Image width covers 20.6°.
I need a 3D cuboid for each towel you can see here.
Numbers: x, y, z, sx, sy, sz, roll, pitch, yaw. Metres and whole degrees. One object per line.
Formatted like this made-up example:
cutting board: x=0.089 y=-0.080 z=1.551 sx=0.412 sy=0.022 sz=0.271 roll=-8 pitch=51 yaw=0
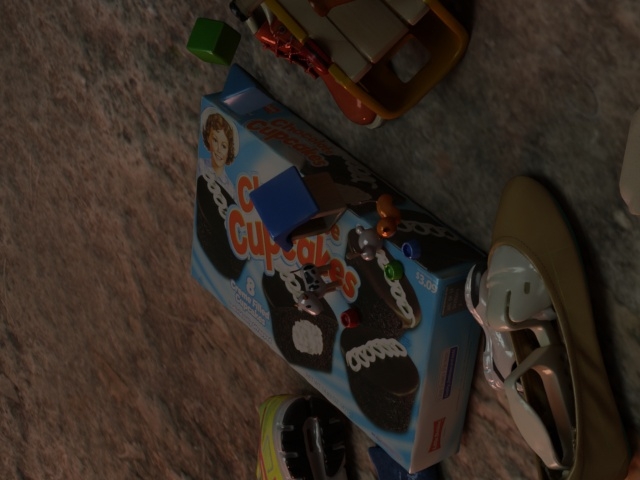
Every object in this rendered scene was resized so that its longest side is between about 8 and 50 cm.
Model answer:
towel: x=0.078 y=0.224 z=1.474 sx=0.067 sy=0.029 sz=0.119 roll=4 pitch=109 yaw=55

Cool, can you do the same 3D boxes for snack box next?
snack box: x=0.005 y=0.023 z=1.450 sx=0.322 sy=0.060 sz=0.187 roll=39 pitch=134 yaw=41

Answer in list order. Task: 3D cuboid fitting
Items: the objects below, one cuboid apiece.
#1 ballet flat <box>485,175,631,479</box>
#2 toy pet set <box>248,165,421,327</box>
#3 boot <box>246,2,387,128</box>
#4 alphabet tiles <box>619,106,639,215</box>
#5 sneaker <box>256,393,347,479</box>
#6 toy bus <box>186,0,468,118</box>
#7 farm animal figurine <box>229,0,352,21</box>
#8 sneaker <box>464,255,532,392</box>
ballet flat: x=0.156 y=0.071 z=1.235 sx=0.080 sy=0.073 sz=0.232 roll=-18 pitch=91 yaw=60
toy pet set: x=0.000 y=0.000 z=1.334 sx=0.114 sy=0.065 sz=0.122 roll=61 pitch=142 yaw=20
boot: x=-0.008 y=-0.148 z=1.362 sx=0.158 sy=0.084 sz=0.059 roll=60 pitch=145 yaw=14
alphabet tiles: x=0.274 y=-0.073 z=0.940 sx=0.284 sy=0.021 sz=0.278 roll=7 pitch=86 yaw=55
sneaker: x=-0.015 y=0.230 z=1.583 sx=0.094 sy=0.081 sz=0.208 roll=17 pitch=113 yaw=60
toy bus: x=0.015 y=-0.181 z=1.292 sx=0.191 sy=0.104 sz=0.202 roll=-1 pitch=72 yaw=27
farm animal figurine: x=-0.034 y=-0.314 z=1.107 sx=0.172 sy=0.327 sz=0.330 roll=-35 pitch=94 yaw=17
sneaker: x=0.138 y=0.062 z=1.291 sx=0.044 sy=0.040 sz=0.109 roll=16 pitch=127 yaw=58
